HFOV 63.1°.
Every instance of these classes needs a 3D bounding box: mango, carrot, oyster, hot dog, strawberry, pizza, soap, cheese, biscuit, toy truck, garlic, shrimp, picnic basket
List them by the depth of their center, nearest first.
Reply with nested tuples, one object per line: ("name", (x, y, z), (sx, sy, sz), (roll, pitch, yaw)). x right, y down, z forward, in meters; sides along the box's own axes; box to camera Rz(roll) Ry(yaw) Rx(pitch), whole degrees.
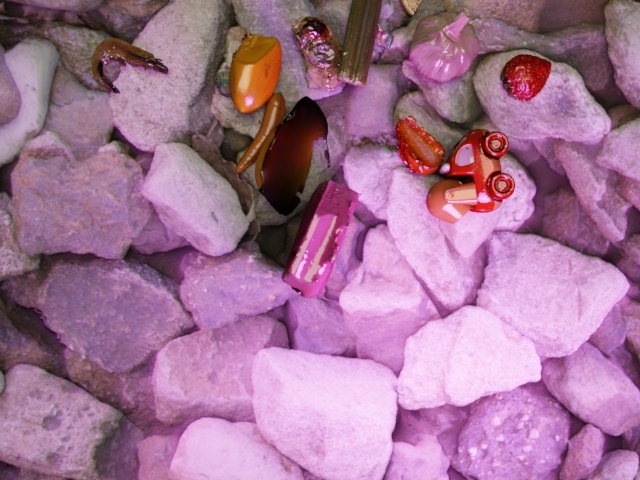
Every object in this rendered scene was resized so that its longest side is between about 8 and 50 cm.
("soap", (0.000, 0.000, 1.444), (0.127, 0.220, 0.324), (20, 85, 4))
("mango", (-0.186, -0.472, 1.471), (0.126, 0.154, 0.252), (9, 71, 12))
("shrimp", (-0.549, -0.489, 1.488), (0.219, 0.046, 0.152), (18, 84, -1))
("hot dog", (-0.089, -0.234, 1.500), (0.194, 0.107, 0.326), (44, 67, -25))
("picnic basket", (-0.273, -0.458, 1.515), (0.065, 0.083, 0.083), (0, 49, 0))
("carrot", (-0.164, -0.309, 1.520), (0.066, 0.062, 0.271), (24, 88, -38))
("toy truck", (0.420, -0.185, 1.520), (0.239, 0.189, 0.264), (-7, 87, 2))
("garlic", (0.373, -0.589, 1.522), (0.219, 0.212, 0.218), (1, 80, -8))
("biscuit", (0.122, -0.607, 1.529), (0.099, 0.038, 0.322), (15, 82, -18))
("oyster", (0.001, -0.561, 1.535), (0.161, 0.107, 0.232), (-37, 94, -16))
("strawberry", (0.289, -0.279, 1.565), (0.121, 0.082, 0.188), (-29, 80, -25))
("cheese", (0.155, -0.634, 1.585), (0.145, 0.038, 0.095), (24, 86, -11))
("pizza", (0.288, -0.738, 1.612), (0.078, 0.025, 0.083), (-24, 96, -3))
("strawberry", (0.654, -0.516, 1.623), (0.187, 0.082, 0.146), (-30, 97, -12))
